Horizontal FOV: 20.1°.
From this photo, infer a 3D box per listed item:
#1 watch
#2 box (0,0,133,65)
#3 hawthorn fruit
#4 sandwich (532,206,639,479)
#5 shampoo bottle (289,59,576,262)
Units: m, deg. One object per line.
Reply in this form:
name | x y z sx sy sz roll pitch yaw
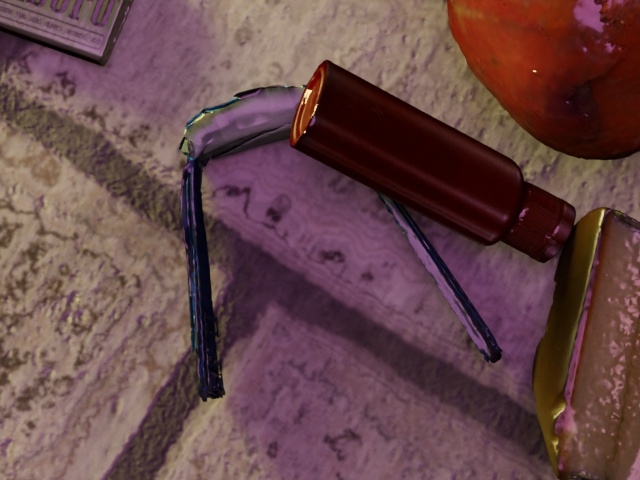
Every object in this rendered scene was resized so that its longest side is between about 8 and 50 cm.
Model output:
watch | 0.011 -0.007 1.621 0.276 0.068 0.274 -7 79 -1
box | -0.265 -0.245 1.689 0.177 0.036 0.115 19 80 6
hawthorn fruit | 0.217 -0.227 1.565 0.307 0.276 0.276 38 83 23
sandwich | 0.252 0.105 1.564 0.122 0.128 0.236 18 78 -1
shampoo bottle | 0.101 -0.062 1.590 0.260 0.064 0.102 28 40 -13
